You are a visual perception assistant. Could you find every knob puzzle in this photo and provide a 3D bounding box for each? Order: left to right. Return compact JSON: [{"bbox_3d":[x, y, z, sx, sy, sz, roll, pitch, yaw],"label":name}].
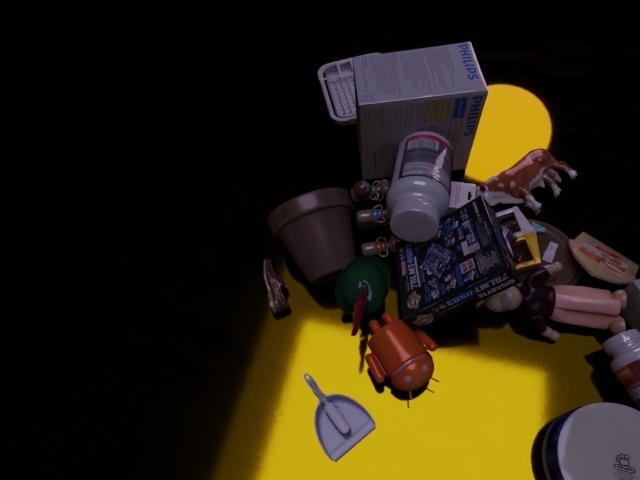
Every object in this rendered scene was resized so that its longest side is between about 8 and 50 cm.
[{"bbox_3d":[0.778,0.063,1.210,0.213,0.030,0.213,11,39,-9],"label":"knob puzzle"}]

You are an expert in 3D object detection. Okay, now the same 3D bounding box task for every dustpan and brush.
[{"bbox_3d":[0.024,0.434,1.120,0.147,0.060,0.211,-36,61,-13],"label":"dustpan and brush"}]

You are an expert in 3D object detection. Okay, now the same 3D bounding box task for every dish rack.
[{"bbox_3d":[0.153,-0.583,1.696,0.286,0.072,0.332,-13,59,0],"label":"dish rack"}]

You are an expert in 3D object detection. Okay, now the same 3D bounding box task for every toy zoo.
[{"bbox_3d":[0.502,0.016,1.264,0.293,0.030,0.192,-19,57,18],"label":"toy zoo"}]

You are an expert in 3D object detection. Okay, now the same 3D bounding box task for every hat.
[{"bbox_3d":[0.150,0.157,1.162,0.208,0.173,0.183,-62,27,-2],"label":"hat"}]

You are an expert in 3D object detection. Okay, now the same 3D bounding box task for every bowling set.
[{"bbox_3d":[0.184,-0.106,1.343,0.154,0.200,0.286,-9,63,2],"label":"bowling set"}]

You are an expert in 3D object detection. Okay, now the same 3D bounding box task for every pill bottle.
[{"bbox_3d":[0.286,-0.155,1.252,0.177,0.176,0.318,8,51,13],"label":"pill bottle"},{"bbox_3d":[0.783,0.327,1.032,0.121,0.121,0.216,-18,54,-2],"label":"pill bottle"}]

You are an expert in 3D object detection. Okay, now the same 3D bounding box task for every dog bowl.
[{"bbox_3d":[0.648,0.503,0.961,0.265,0.104,0.264,-4,59,6],"label":"dog bowl"}]

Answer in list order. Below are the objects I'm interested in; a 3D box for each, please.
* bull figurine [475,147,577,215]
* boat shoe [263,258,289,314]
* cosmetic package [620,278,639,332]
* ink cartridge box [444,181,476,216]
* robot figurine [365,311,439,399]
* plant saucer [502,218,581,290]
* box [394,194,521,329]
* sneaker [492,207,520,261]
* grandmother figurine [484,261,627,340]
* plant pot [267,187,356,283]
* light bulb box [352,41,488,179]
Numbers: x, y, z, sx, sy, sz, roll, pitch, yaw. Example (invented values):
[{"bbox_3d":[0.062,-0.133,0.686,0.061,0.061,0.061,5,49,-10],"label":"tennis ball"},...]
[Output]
[{"bbox_3d":[0.641,-0.176,1.368,0.310,0.101,0.188,-39,66,-12],"label":"bull figurine"},{"bbox_3d":[-0.137,0.137,1.323,0.060,0.064,0.177,-13,65,-5],"label":"boat shoe"},{"bbox_3d":[0.868,0.215,1.087,0.107,0.127,0.237,-17,60,-2],"label":"cosmetic package"},{"bbox_3d":[0.400,-0.135,1.399,0.182,0.061,0.104,8,62,14],"label":"ink cartridge box"},{"bbox_3d":[0.211,0.296,1.135,0.158,0.128,0.219,-1,48,-42],"label":"robot figurine"},{"bbox_3d":[0.619,0.047,1.274,0.278,0.041,0.277,-4,58,6],"label":"plant saucer"},{"bbox_3d":[0.345,0.054,1.159,0.293,0.073,0.295,-35,30,29],"label":"box"},{"bbox_3d":[0.510,-0.010,1.223,0.077,0.072,0.178,-9,68,9],"label":"sneaker"},{"bbox_3d":[0.610,0.159,1.151,0.343,0.104,0.207,5,77,6],"label":"grandmother figurine"},{"bbox_3d":[0.000,0.000,1.291,0.263,0.263,0.229,-19,75,-3],"label":"plant pot"},{"bbox_3d":[0.299,-0.401,1.400,0.361,0.358,0.225,-5,61,4],"label":"light bulb box"}]
